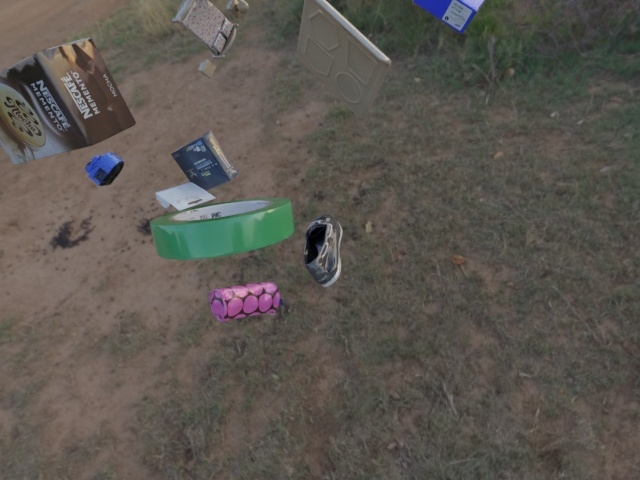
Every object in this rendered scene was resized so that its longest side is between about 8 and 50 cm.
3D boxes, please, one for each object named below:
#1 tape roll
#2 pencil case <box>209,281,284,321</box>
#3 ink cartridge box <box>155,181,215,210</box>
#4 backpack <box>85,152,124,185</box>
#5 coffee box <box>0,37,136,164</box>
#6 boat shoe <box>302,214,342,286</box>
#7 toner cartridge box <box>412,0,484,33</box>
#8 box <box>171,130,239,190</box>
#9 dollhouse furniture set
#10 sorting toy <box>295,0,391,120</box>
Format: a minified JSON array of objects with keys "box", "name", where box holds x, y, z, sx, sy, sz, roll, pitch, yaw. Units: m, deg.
[{"box":[-0.223,-0.036,1.021,0.321,0.077,0.321,-8,13,2],"name":"tape roll"},{"box":[-0.210,0.173,1.235,0.209,0.098,0.095,-1,7,-45],"name":"pencil case"},{"box":[-0.473,-0.144,1.545,0.145,0.045,0.179,-26,43,-35],"name":"ink cartridge box"},{"box":[-0.814,-0.278,1.656,0.120,0.101,0.098,-47,15,4],"name":"backpack"},{"box":[-0.530,-0.262,0.857,0.297,0.168,0.119,-2,32,33],"name":"coffee box"},{"box":[0.000,0.000,1.341,0.112,0.095,0.335,-36,30,21],"name":"boat shoe"},{"box":[0.405,-0.730,1.247,0.165,0.075,0.348,36,55,0],"name":"toner cartridge box"},{"box":[-0.435,-0.287,1.640,0.232,0.183,0.059,-8,32,45],"name":"box"},{"box":[-0.349,-0.754,1.386,0.173,0.303,0.356,18,84,35],"name":"dollhouse furniture set"},{"box":[0.038,-0.337,0.806,0.193,0.208,0.038,44,77,4],"name":"sorting toy"}]
